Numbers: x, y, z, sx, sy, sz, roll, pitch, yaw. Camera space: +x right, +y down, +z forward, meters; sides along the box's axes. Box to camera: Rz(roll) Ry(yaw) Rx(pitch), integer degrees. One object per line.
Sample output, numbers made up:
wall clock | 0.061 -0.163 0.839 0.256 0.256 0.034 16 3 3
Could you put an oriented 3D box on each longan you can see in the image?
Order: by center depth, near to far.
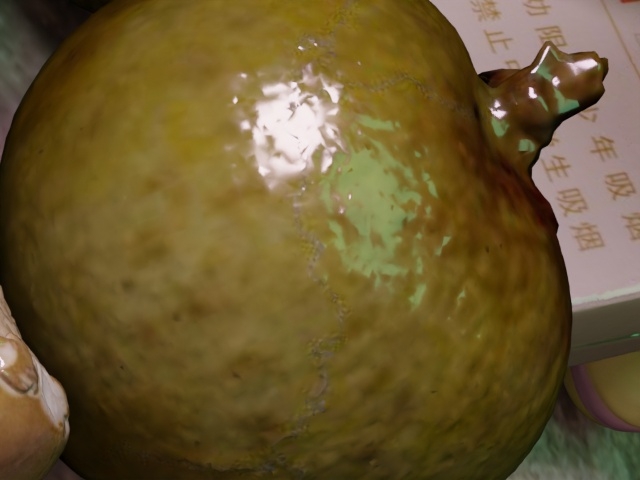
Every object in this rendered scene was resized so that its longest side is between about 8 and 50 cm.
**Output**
longan | 0.000 0.000 0.446 0.145 0.176 0.154 -114 179 -48

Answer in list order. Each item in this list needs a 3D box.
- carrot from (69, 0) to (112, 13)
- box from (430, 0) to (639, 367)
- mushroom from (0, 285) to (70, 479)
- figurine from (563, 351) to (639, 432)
carrot | 0.008 -0.116 0.601 0.298 0.078 0.078 -17 87 -58
box | 0.132 -0.038 0.625 0.201 0.058 0.141 -13 65 -21
mushroom | -0.127 -0.030 0.383 0.084 0.071 0.209 -21 87 -22
figurine | 0.114 -0.004 0.682 0.083 0.083 0.187 16 52 -48
